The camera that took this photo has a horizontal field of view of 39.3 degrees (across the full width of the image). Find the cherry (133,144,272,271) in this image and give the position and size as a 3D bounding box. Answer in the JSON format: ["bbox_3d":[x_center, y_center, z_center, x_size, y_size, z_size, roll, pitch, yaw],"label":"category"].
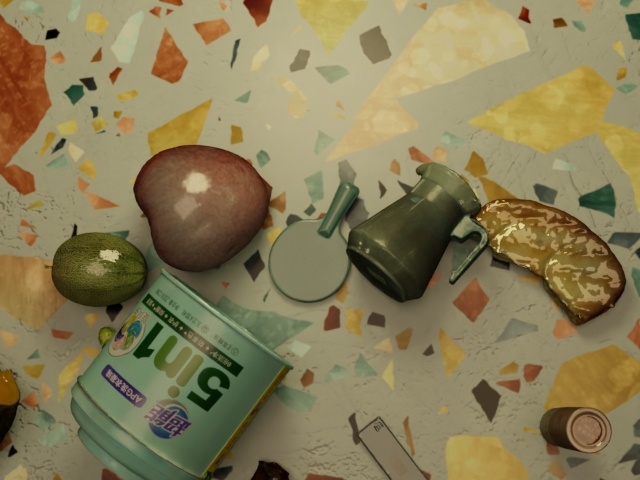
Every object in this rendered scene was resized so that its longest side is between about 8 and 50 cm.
[{"bbox_3d":[-0.210,-0.070,1.622,0.239,0.206,0.240,-5,70,13],"label":"cherry"}]

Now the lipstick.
[{"bbox_3d":[0.415,0.310,1.477,0.070,0.254,0.070,-1,79,5],"label":"lipstick"}]

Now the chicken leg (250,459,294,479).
[{"bbox_3d":[-0.092,0.539,1.564,0.113,0.093,0.305,-9,74,14],"label":"chicken leg"}]

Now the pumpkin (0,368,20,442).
[{"bbox_3d":[-0.690,0.250,1.585,0.317,0.222,0.139,34,94,-24],"label":"pumpkin"}]

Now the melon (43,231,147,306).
[{"bbox_3d":[-0.414,0.053,1.650,0.192,0.139,0.139,2,80,4],"label":"melon"}]

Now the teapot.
[{"bbox_3d":[0.182,-0.008,1.603,0.203,0.171,0.225,38,78,23],"label":"teapot"}]

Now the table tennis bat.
[{"bbox_3d":[0.000,0.000,1.680,0.152,0.040,0.244,28,87,8],"label":"table tennis bat"}]

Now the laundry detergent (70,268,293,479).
[{"bbox_3d":[-0.247,0.252,1.524,0.287,0.287,0.305,36,83,10],"label":"laundry detergent"}]

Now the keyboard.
[{"bbox_3d":[0.138,0.401,1.604,0.055,0.014,0.176,-38,79,-2],"label":"keyboard"}]

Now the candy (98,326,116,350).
[{"bbox_3d":[-0.394,0.194,1.635,0.035,0.123,0.035,18,107,-11],"label":"candy"}]

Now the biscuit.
[{"bbox_3d":[0.419,0.019,1.640,0.299,0.045,0.154,40,85,11],"label":"biscuit"}]
